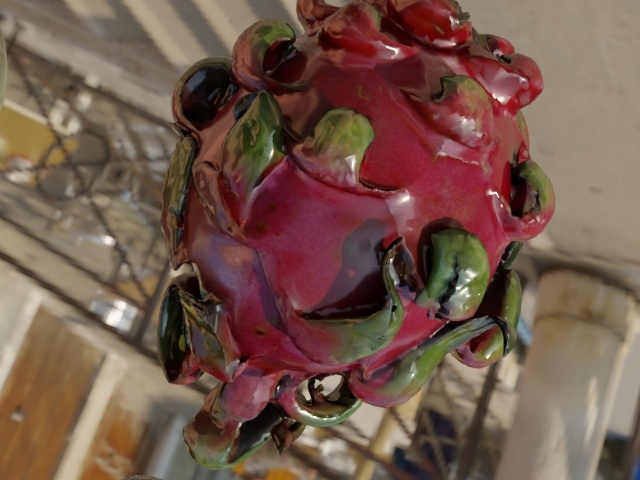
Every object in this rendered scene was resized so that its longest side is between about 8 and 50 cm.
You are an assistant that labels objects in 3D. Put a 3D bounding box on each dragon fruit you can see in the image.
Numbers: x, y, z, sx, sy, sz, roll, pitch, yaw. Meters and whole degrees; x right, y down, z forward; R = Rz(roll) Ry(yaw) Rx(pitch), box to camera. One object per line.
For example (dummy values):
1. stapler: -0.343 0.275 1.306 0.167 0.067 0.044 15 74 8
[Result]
1. dragon fruit: 0.005 -0.008 0.781 0.218 0.198 0.273 35 143 -12

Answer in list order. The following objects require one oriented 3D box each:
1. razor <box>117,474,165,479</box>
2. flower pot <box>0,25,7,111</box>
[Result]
1. razor: -0.201 0.289 0.880 0.113 0.349 0.204 21 132 58
2. flower pot: -0.256 -0.071 0.471 0.244 0.307 0.307 -27 141 9
